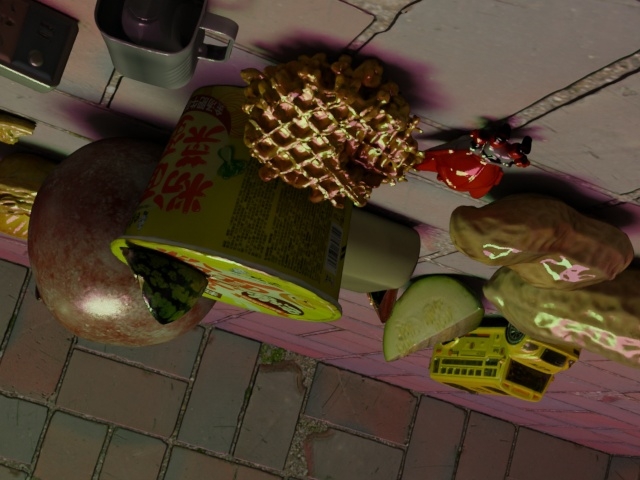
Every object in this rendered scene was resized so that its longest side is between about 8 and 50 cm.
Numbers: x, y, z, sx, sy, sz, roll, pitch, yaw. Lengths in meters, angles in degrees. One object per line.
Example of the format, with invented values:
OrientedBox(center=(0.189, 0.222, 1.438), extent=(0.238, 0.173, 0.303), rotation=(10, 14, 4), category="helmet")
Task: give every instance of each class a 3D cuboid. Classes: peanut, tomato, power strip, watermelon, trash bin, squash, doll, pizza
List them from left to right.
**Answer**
OrientedBox(center=(-0.389, -0.215, 1.144), extent=(0.216, 0.145, 0.061), rotation=(23, 164, -25), category="power strip")
OrientedBox(center=(-0.529, -0.184, 1.679), extent=(0.160, 0.035, 0.099), rotation=(15, 167, 3), category="pizza")
OrientedBox(center=(-0.283, 0.003, 1.558), extent=(0.283, 0.316, 0.317), rotation=(-6, 159, 22), category="tomato")
OrientedBox(center=(-0.187, 0.065, 1.261), extent=(0.087, 0.068, 0.163), rotation=(12, 164, 14), category="watermelon")
OrientedBox(center=(0.000, 0.000, 1.651), extent=(0.248, 0.121, 0.243), rotation=(17, 168, -19), category="trash bin")
OrientedBox(center=(0.108, 0.087, 1.868), extent=(0.063, 0.119, 0.245), rotation=(3, 173, 7), category="watermelon")
OrientedBox(center=(0.193, 0.134, 1.960), extent=(0.203, 0.111, 0.288), rotation=(-20, 166, 3), category="squash")
OrientedBox(center=(0.175, -0.088, 1.191), extent=(0.109, 0.057, 0.169), rotation=(22, 167, -17), category="doll")
OrientedBox(center=(0.273, 0.001, 1.331), extent=(0.233, 0.110, 0.197), rotation=(22, 170, -25), category="peanut")
OrientedBox(center=(0.389, 0.092, 1.526), extent=(0.325, 0.140, 0.153), rotation=(16, -149, 35), category="peanut")

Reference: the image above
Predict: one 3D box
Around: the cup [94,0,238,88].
OrientedBox(center=(-0.143, -0.206, 1.008), extent=(0.128, 0.095, 0.129), rotation=(15, 170, -4), category="cup")

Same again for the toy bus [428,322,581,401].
OrientedBox(center=(0.366, 0.240, 2.128), extent=(0.144, 0.152, 0.330), rotation=(23, 165, -25), category="toy bus")

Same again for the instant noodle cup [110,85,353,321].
OrientedBox(center=(-0.089, -0.045, 1.325), extent=(0.312, 0.221, 0.311), rotation=(16, 166, 4), category="instant noodle cup")

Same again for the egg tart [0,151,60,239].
OrientedBox(center=(-0.498, -0.074, 1.907), extent=(0.319, 0.128, 0.319), rotation=(13, 167, 3), category="egg tart")

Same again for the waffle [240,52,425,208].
OrientedBox(center=(0.013, -0.115, 1.121), extent=(0.197, 0.070, 0.193), rotation=(3, 140, 18), category="waffle")
